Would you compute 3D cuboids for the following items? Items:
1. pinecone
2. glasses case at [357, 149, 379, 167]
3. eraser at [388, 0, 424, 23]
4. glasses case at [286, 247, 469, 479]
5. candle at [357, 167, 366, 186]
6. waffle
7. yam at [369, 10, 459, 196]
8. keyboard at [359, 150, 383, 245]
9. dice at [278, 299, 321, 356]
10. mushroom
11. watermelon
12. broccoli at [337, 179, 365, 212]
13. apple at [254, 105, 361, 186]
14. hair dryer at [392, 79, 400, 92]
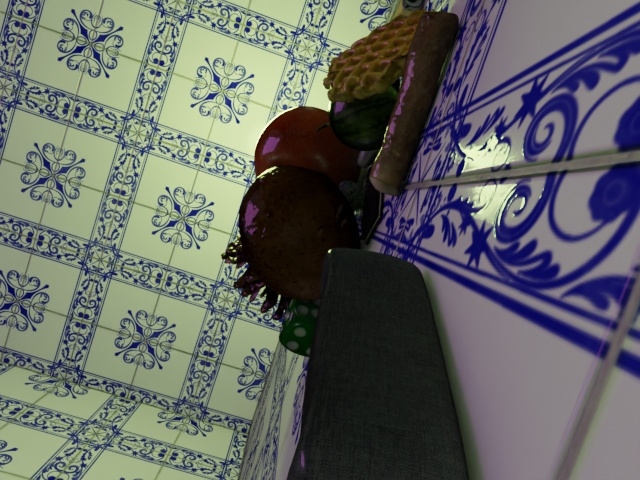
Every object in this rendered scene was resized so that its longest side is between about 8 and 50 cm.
[{"bbox_3d":[-0.138,0.112,1.444,0.384,0.384,0.385,-162,90,-86],"label":"pinecone"},{"bbox_3d":[0.147,-0.263,1.225,0.076,0.049,0.197,-63,-5,24],"label":"glasses case"},{"bbox_3d":[0.291,-0.793,1.513,0.290,0.087,0.171,124,165,-73],"label":"eraser"},{"bbox_3d":[0.053,0.114,0.418,0.323,0.131,0.074,-79,3,-61],"label":"glasses case"},{"bbox_3d":[0.123,-0.249,1.507,0.192,0.068,0.169,-134,62,-81],"label":"candle"},{"bbox_3d":[0.141,-0.423,0.950,0.060,0.307,0.312,53,-155,-38],"label":"waffle"},{"bbox_3d":[0.176,-0.264,0.809,0.081,0.081,0.357,-131,60,-85],"label":"yam"},{"bbox_3d":[0.136,-0.120,1.064,0.317,0.027,0.106,-78,8,-50],"label":"keyboard"},{"bbox_3d":[-0.029,0.212,1.067,0.131,0.128,0.120,-77,7,-56],"label":"dice"},{"bbox_3d":[-0.067,-0.031,1.065,0.356,0.334,0.331,13,120,54],"label":"mushroom"},{"bbox_3d":[0.105,-0.322,1.069,0.188,0.214,0.188,31,-128,-52],"label":"watermelon"},{"bbox_3d":[0.081,-0.072,1.198,0.122,0.118,0.204,42,136,53],"label":"broccoli"},{"bbox_3d":[-0.043,-0.244,1.304,0.277,0.348,0.349,-63,-4,-46],"label":"apple"},{"bbox_3d":[0.223,-0.483,1.189,0.272,0.091,0.236,124,155,-61],"label":"hair dryer"}]
